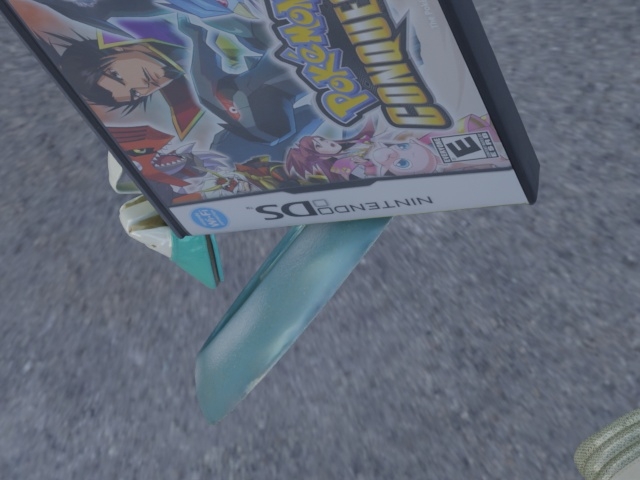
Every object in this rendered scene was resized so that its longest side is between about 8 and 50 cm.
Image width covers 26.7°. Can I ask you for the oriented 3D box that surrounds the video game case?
[{"bbox_3d":[-0.031,-0.099,0.763,0.248,0.035,0.275,-5,144,24],"label":"video game case"}]

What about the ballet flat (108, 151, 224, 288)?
[{"bbox_3d":[-0.145,-0.049,1.221,0.087,0.083,0.247,-16,132,-11],"label":"ballet flat"}]

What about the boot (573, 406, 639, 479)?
[{"bbox_3d":[0.262,0.141,0.731,0.213,0.165,0.077,-13,125,-7],"label":"boot"}]

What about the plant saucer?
[{"bbox_3d":[0.000,0.000,1.009,0.044,0.317,0.317,37,95,-3],"label":"plant saucer"}]
